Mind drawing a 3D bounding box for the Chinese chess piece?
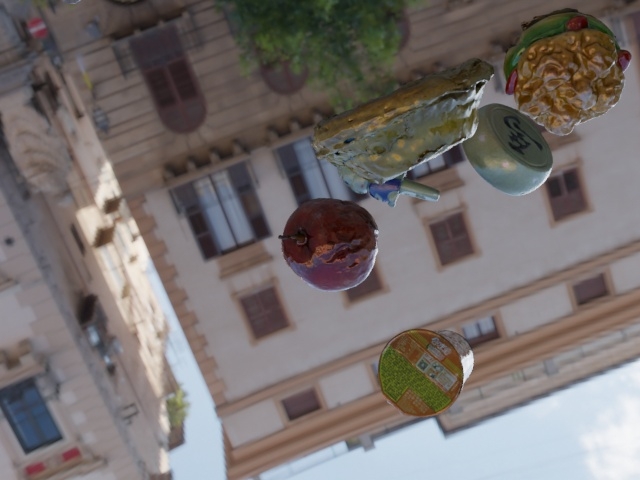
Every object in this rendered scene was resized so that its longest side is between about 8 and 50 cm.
[{"bbox_3d":[0.472,-0.232,2.378,0.101,0.250,0.250,-46,-179,38],"label":"Chinese chess piece"}]

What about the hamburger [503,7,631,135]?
[{"bbox_3d":[0.461,-0.309,1.756,0.237,0.237,0.149,-16,-145,12],"label":"hamburger"}]

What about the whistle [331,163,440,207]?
[{"bbox_3d":[0.137,-0.127,2.027,0.244,0.092,0.110,19,170,5],"label":"whistle"}]

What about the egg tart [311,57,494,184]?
[{"bbox_3d":[0.165,-0.222,1.805,0.387,0.169,0.388,-25,-175,2],"label":"egg tart"}]

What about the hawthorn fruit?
[{"bbox_3d":[0.000,0.000,2.282,0.271,0.242,0.242,11,177,-39],"label":"hawthorn fruit"}]

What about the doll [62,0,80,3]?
[{"bbox_3d":[-0.398,-0.455,1.492,0.196,0.152,0.256,14,-170,-31],"label":"doll"}]

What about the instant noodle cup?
[{"bbox_3d":[0.214,0.238,1.788,0.168,0.169,0.185,-11,177,23],"label":"instant noodle cup"}]
